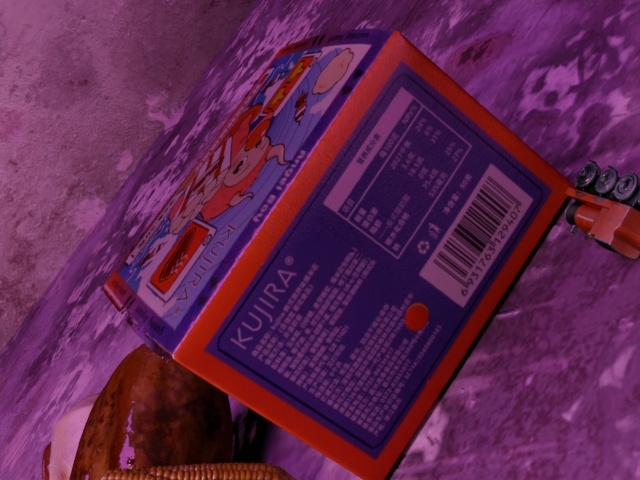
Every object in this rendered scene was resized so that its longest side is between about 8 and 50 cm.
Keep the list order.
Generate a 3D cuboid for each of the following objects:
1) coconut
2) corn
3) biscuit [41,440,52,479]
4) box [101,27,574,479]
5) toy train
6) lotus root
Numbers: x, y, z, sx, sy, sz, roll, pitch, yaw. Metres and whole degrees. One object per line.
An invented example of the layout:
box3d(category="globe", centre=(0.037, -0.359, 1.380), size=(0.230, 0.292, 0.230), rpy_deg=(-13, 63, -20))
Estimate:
box3d(category="coconut", centre=(-0.268, 0.290, 1.208), size=(0.161, 0.161, 0.162), rpy_deg=(-37, 46, 37))
box3d(category="corn", centre=(-0.118, 0.251, 0.908), size=(0.067, 0.206, 0.067), rpy_deg=(-176, 90, -77))
box3d(category="biscuit", centre=(-0.348, 0.367, 1.304), size=(0.036, 0.186, 0.192), rpy_deg=(-13, 0, -2))
box3d(category="box", centre=(0.000, 0.000, 0.948), size=(0.348, 0.257, 0.318), rpy_deg=(-55, 23, -4))
box3d(category="toy train", centre=(0.242, -0.027, 0.781), size=(0.064, 0.044, 0.103), rpy_deg=(-63, 21, 5))
box3d(category="lotus root", centre=(-0.177, 0.242, 1.057), size=(0.193, 0.193, 0.291), rpy_deg=(-37, 37, 36))
